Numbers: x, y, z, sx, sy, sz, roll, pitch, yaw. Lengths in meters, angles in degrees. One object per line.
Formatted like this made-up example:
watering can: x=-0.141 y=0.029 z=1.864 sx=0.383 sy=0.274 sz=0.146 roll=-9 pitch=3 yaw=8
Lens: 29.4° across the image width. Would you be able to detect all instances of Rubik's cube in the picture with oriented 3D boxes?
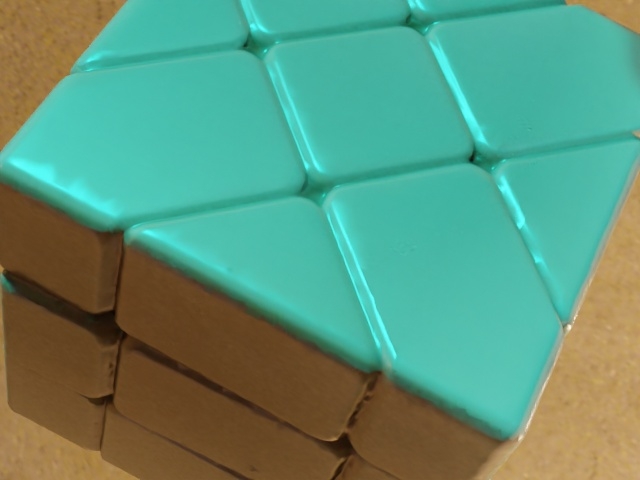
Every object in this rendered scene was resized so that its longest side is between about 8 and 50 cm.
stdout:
Rubik's cube: x=0.000 y=0.000 z=0.818 sx=0.322 sy=0.319 sz=0.316 roll=-60 pitch=175 yaw=-34
